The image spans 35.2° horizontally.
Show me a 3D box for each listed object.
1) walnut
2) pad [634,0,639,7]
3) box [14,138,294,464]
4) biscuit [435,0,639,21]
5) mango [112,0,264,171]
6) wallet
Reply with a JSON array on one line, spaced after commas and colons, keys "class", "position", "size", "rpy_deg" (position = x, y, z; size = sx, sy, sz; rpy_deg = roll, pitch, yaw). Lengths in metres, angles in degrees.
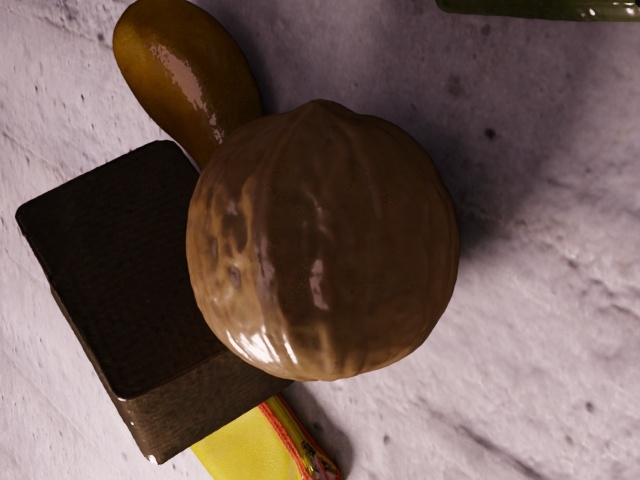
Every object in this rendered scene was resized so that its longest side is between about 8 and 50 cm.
[{"class": "walnut", "position": [0.000, 0.000, 0.800], "size": [0.228, 0.228, 0.228], "rpy_deg": [19, 115, 49]}, {"class": "pad", "position": [0.225, -0.209, 0.554], "size": [0.112, 0.003, 0.157], "rpy_deg": [-7, 74, 48]}, {"class": "box", "position": [-0.161, 0.055, 1.016], "size": [0.273, 0.184, 0.143], "rpy_deg": [51, 162, 32]}, {"class": "biscuit", "position": [0.180, -0.190, 0.645], "size": [0.322, 0.038, 0.099], "rpy_deg": [17, 116, 49]}, {"class": "mango", "position": [-0.123, -0.148, 1.007], "size": [0.227, 0.099, 0.136], "rpy_deg": [58, 139, 10]}, {"class": "wallet", "position": [-0.076, 0.203, 1.079], "size": [0.241, 0.067, 0.141], "rpy_deg": [48, 130, 27]}]
